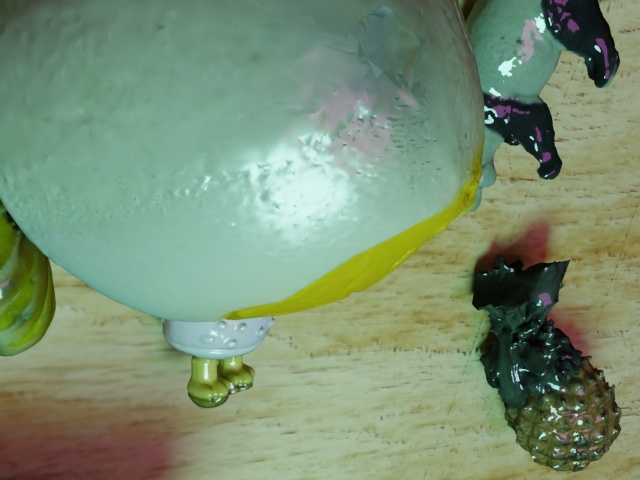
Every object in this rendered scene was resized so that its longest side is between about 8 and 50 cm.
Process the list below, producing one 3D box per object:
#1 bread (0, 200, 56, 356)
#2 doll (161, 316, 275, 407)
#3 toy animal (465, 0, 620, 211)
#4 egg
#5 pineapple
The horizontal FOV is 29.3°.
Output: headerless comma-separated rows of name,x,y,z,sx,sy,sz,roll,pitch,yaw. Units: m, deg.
bread,-0.210,0.014,0.749,0.083,0.094,0.157,-43,124,-12
doll,-0.071,0.015,0.878,0.129,0.081,0.207,-21,122,-51
toy animal,0.159,-0.130,1.004,0.121,0.094,0.225,16,108,-34
egg,-0.020,-0.104,0.730,0.337,0.201,0.337,3,86,-36
pineapple,0.207,0.110,1.157,0.111,0.119,0.237,-16,127,17
